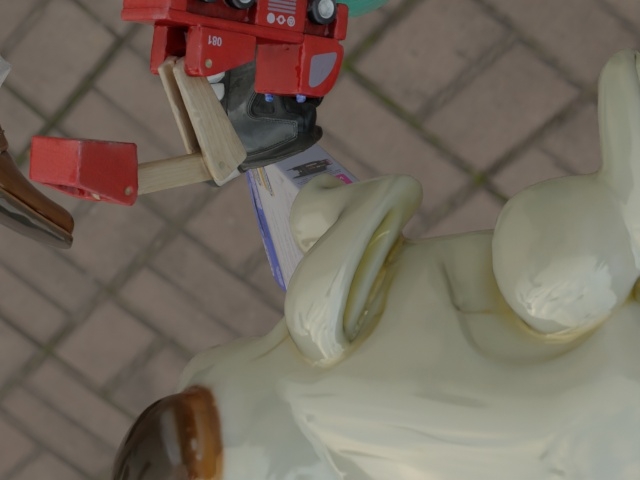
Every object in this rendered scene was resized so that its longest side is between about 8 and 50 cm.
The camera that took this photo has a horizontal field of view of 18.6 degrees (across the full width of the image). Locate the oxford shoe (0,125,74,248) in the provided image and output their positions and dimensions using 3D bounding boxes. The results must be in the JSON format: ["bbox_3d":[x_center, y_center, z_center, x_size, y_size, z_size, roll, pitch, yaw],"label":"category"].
[{"bbox_3d":[-0.263,-0.072,1.504,0.212,0.076,0.076,41,158,-20],"label":"oxford shoe"}]

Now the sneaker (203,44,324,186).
[{"bbox_3d":[-0.035,-0.140,1.409,0.106,0.234,0.078,-10,140,11],"label":"sneaker"}]

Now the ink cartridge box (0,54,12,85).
[{"bbox_3d":[-0.416,-0.108,1.656,0.168,0.233,0.171,43,127,5],"label":"ink cartridge box"}]

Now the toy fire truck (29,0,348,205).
[{"bbox_3d":[-0.068,-0.083,1.104,0.047,0.192,0.135,7,91,47],"label":"toy fire truck"}]

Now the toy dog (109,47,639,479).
[{"bbox_3d":[0.074,0.133,1.247,0.408,0.395,0.284,-18,146,18],"label":"toy dog"}]

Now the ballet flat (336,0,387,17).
[{"bbox_3d":[0.019,-0.182,1.184,0.087,0.247,0.083,-6,89,24],"label":"ballet flat"}]

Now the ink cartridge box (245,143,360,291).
[{"bbox_3d":[0.000,0.000,1.862,0.311,0.065,0.185,-139,30,-64],"label":"ink cartridge box"}]
